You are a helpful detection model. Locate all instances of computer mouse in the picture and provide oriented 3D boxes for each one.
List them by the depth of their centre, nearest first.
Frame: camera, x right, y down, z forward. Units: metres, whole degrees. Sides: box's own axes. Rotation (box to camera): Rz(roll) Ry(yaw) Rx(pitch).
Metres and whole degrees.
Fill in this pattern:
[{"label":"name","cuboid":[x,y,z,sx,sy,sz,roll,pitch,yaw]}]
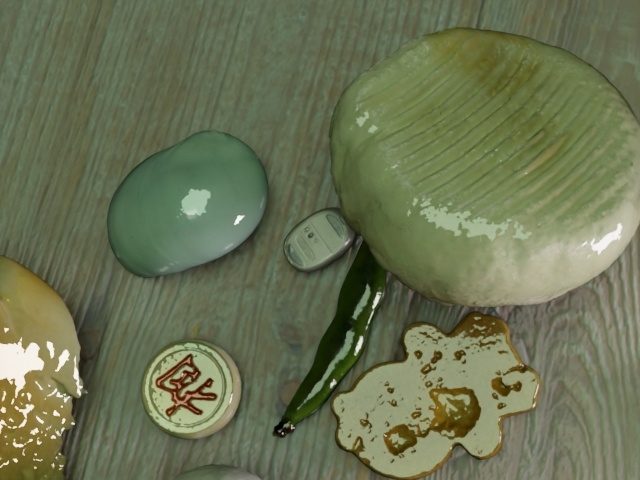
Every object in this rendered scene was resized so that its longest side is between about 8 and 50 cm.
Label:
[{"label":"computer mouse","cuboid":[0.001,0.000,1.375,0.096,0.039,0.066,-36,75,4]}]

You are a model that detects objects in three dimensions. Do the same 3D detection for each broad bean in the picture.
[{"label":"broad bean","cuboid":[0.030,0.112,1.343,0.060,0.043,0.297,22,80,20]}]

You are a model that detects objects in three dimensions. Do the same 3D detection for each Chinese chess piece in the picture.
[{"label":"Chinese chess piece","cuboid":[-0.156,0.179,1.338,0.122,0.051,0.122,-1,76,4]}]

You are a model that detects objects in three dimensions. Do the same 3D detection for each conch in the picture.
[{"label":"conch","cuboid":[-0.175,-0.050,1.375,0.221,0.121,0.185,-33,46,1]}]

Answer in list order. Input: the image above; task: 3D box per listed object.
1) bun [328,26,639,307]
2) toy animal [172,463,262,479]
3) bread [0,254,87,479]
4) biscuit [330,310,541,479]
[{"label":"bun","cuboid":[0.191,-0.070,1.284,0.365,0.219,0.365,1,58,-2]},{"label":"toy animal","cuboid":[-0.147,0.365,1.209,0.206,0.272,0.265,42,69,-12]},{"label":"bread","cuboid":[-0.456,0.204,1.258,0.329,0.245,0.423,17,75,9]},{"label":"biscuit","cuboid":[0.134,0.191,1.317,0.249,0.035,0.184,-32,75,-3]}]
